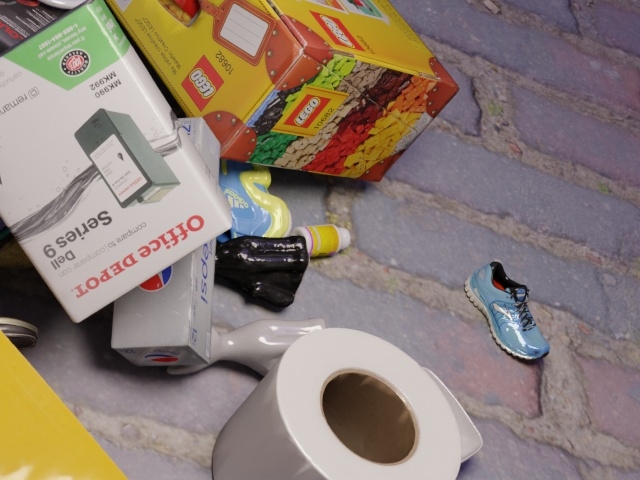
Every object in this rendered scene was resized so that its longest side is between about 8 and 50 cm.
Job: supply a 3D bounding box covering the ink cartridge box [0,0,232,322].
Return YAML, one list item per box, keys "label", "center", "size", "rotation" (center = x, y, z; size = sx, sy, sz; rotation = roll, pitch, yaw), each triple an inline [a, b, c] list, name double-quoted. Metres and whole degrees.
- label: "ink cartridge box"
  center: [-0.255, -0.089, 1.696]
  size: [0.289, 0.211, 0.121]
  rotation: [57, 3, -14]

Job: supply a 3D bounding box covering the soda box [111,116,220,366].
- label: "soda box"
  center: [-0.181, 0.002, 1.841]
  size: [0.098, 0.091, 0.286]
  rotation: [-3, 71, 12]

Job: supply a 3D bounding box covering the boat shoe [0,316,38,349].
- label: "boat shoe"
  center: [-0.386, 0.116, 1.714]
  size: [0.152, 0.056, 0.049]
  rotation: [1, 57, -25]

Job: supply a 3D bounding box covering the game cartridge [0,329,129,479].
- label: "game cartridge"
  center: [-0.392, 0.237, 1.559]
  size: [0.285, 0.053, 0.323]
  rotation: [48, 47, 10]

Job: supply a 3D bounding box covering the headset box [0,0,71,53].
- label: "headset box"
  center: [-0.425, -0.272, 1.947]
  size: [0.218, 0.110, 0.293]
  rotation: [36, 24, 0]

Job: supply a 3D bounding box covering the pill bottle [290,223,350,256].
- label: "pill bottle"
  center: [0.000, 0.000, 2.119]
  size: [0.083, 0.043, 0.043]
  rotation: [-5, 56, -40]

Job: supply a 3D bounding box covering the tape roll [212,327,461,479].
- label: "tape roll"
  center: [0.018, 0.246, 1.801]
  size: [0.246, 0.169, 0.246]
  rotation: [21, 43, -21]

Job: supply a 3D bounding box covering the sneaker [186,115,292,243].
- label: "sneaker"
  center: [-0.136, -0.088, 2.063]
  size: [0.126, 0.091, 0.240]
  rotation: [-15, 64, -44]

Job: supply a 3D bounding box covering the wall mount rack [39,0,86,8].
- label: "wall mount rack"
  center: [-0.418, -0.447, 1.972]
  size: [0.304, 0.130, 0.350]
  rotation: [-10, 51, -43]

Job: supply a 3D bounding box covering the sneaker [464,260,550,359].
- label: "sneaker"
  center: [0.272, 0.099, 2.208]
  size: [0.063, 0.073, 0.162]
  rotation: [-19, 65, -46]

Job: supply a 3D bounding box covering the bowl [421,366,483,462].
- label: "bowl"
  center: [0.120, 0.240, 1.975]
  size: [0.142, 0.053, 0.142]
  rotation: [-19, 66, -46]

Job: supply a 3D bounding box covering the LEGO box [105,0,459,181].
- label: "LEGO box"
  center: [-0.096, -0.334, 2.147]
  size: [0.372, 0.193, 0.500]
  rotation: [6, 42, -53]

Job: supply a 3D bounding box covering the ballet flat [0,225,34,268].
- label: "ballet flat"
  center: [-0.278, -0.041, 1.903]
  size: [0.123, 0.123, 0.348]
  rotation: [38, 40, -1]

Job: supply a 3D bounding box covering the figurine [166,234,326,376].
- label: "figurine"
  center: [-0.112, 0.084, 1.934]
  size: [0.209, 0.092, 0.215]
  rotation: [4, 51, -24]
